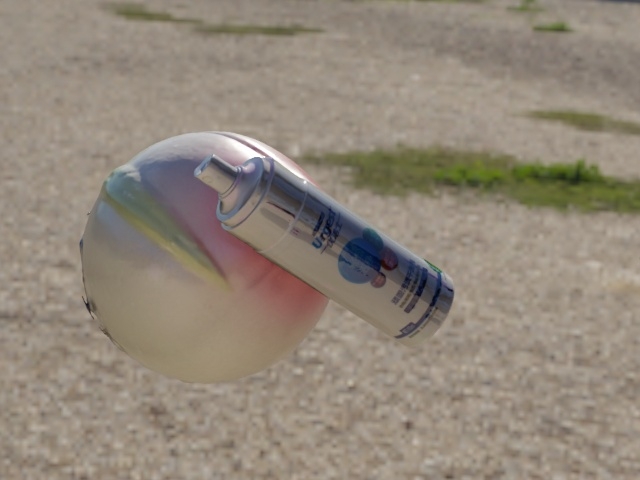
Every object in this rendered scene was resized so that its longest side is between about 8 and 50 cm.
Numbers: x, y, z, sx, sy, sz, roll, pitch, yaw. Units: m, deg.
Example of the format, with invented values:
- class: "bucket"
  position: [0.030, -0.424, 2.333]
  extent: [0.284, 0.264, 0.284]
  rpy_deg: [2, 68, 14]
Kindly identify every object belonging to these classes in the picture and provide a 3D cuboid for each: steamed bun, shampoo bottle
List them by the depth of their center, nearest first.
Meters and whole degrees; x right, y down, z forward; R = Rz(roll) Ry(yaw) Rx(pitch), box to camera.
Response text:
- class: "shampoo bottle"
  position: [0.000, 0.000, 1.504]
  extent: [0.303, 0.092, 0.092]
  rpy_deg: [34, 0, -25]
- class: "steamed bun"
  position: [-0.100, 0.006, 1.686]
  extent: [0.309, 0.309, 0.309]
  rpy_deg: [3, 14, -1]
